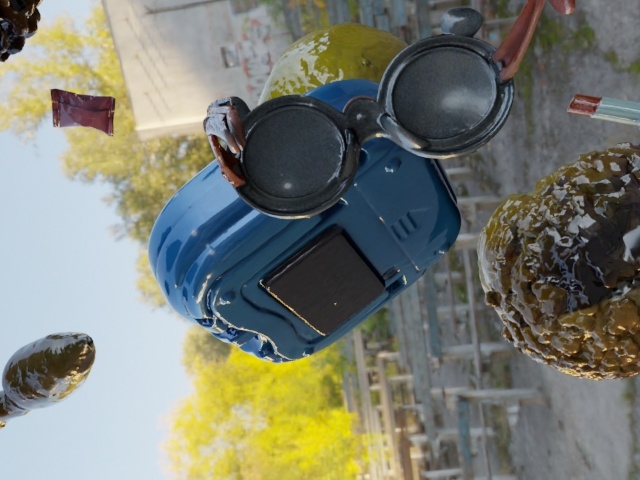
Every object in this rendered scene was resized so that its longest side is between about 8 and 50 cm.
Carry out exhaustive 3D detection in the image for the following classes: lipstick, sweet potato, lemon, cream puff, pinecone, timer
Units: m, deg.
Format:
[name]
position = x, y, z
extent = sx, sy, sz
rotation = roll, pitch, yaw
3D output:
[lipstick]
position = 0.563, -0.217, 1.321
extent = 0.061, 0.274, 0.068
rotation = -62, -31, -18
[sweet potato]
position = -0.314, 0.154, 0.834
extent = 0.074, 0.269, 0.075
rotation = 37, -146, -31
[lemon]
position = 0.044, -0.214, 1.313
extent = 0.336, 0.335, 0.336
rotation = -7, -90, -85
[cream puff]
position = 0.375, 0.024, 1.026
extent = 0.231, 0.342, 0.327
rotation = 16, -88, -68
[pinecone]
position = -0.485, -0.325, 1.031
extent = 0.184, 0.179, 0.204
rotation = 60, -146, -12
[timer]
position = 0.000, 0.000, 0.824
extent = 0.115, 0.309, 0.340
rotation = 56, -175, 31

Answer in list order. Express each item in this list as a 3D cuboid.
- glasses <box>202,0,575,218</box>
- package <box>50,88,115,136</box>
[glasses]
position = 0.031, -0.109, 0.479
extent = 0.268, 0.234, 0.118
rotation = 77, 173, -82
[package]
position = -0.312, -0.168, 1.002
extent = 0.029, 0.083, 0.059
rotation = -93, 13, -53
